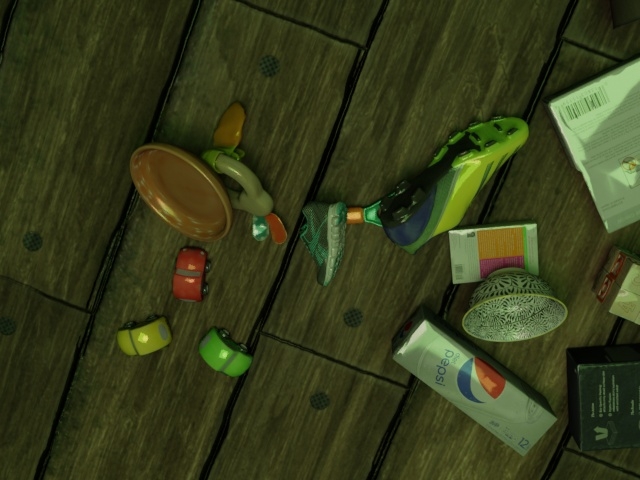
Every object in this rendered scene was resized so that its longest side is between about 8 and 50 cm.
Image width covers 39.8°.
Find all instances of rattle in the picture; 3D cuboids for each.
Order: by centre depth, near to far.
[{"bbox_3d":[-0.114,-0.107,1.485,0.200,0.142,0.130,36,135,-20],"label":"rattle"}]

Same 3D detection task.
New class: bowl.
[{"bbox_3d":[0.315,0.096,1.463,0.170,0.170,0.080,-2,57,-1],"label":"bowl"}]

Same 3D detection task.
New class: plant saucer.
[{"bbox_3d":[-0.221,-0.083,1.441,0.200,0.037,0.200,24,143,19],"label":"plant saucer"}]

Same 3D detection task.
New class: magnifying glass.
[{"bbox_3d":[0.097,-0.046,1.488,0.231,0.026,0.092,-4,102,5],"label":"magnifying glass"}]

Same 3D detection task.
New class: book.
[{"bbox_3d":[0.291,0.020,1.487,0.144,0.035,0.096,-5,105,5],"label":"book"}]

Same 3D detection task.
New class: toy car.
[{"bbox_3d":[-0.215,0.160,1.535,0.225,0.053,0.239,39,102,-5],"label":"toy car"}]

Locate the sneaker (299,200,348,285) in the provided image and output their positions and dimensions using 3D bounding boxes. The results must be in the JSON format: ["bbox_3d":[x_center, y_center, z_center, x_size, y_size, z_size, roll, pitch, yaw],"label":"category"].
[{"bbox_3d":[0.000,0.000,1.476,0.076,0.065,0.166,15,124,15],"label":"sneaker"}]

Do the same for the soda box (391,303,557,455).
[{"bbox_3d":[0.258,0.236,1.502,0.286,0.098,0.091,37,102,-4],"label":"soda box"}]

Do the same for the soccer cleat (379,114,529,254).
[{"bbox_3d":[0.223,-0.091,1.437,0.289,0.093,0.121,-39,126,-4],"label":"soccer cleat"}]

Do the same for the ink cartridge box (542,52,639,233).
[{"bbox_3d":[0.533,-0.177,1.416,0.275,0.060,0.238,-25,101,8],"label":"ink cartridge box"}]

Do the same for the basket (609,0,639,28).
[{"bbox_3d":[0.499,-0.458,1.314,0.205,0.154,0.226,-21,97,1],"label":"basket"}]

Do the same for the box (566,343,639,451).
[{"bbox_3d":[0.506,0.263,1.495,0.158,0.093,0.155,-4,102,3],"label":"box"}]

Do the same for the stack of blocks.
[{"bbox_3d":[0.597,0.109,1.417,0.297,0.171,0.087,22,103,-1],"label":"stack of blocks"}]
